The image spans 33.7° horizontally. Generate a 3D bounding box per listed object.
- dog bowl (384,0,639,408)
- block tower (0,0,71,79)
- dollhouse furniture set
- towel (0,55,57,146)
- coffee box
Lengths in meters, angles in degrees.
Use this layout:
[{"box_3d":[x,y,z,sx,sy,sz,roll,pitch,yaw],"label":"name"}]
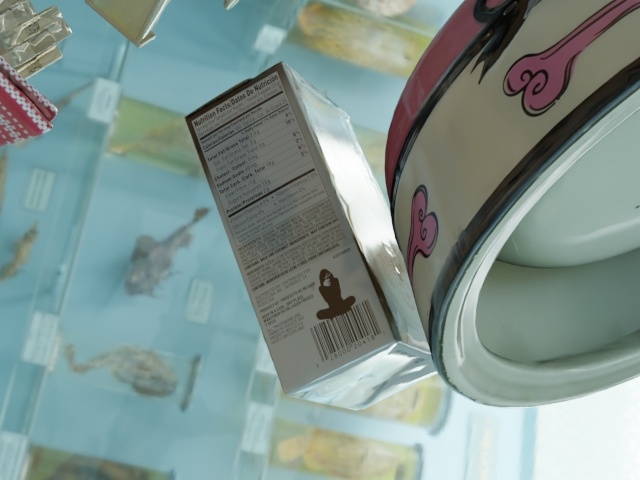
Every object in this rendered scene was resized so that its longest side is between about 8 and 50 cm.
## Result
[{"box_3d":[0.224,-0.064,0.715,0.150,0.408,0.408,60,-40,33],"label":"dog bowl"},{"box_3d":[-0.370,-0.309,1.028,0.091,0.335,0.097,-14,-157,36],"label":"block tower"},{"box_3d":[-0.217,-0.420,1.589,0.161,0.212,0.242,-49,179,42],"label":"dollhouse furniture set"},{"box_3d":[-0.316,-0.131,0.726,0.275,0.199,0.031,-5,-136,44],"label":"towel"},{"box_3d":[0.000,0.000,0.846,0.098,0.141,0.246,-28,-114,16],"label":"coffee box"}]
